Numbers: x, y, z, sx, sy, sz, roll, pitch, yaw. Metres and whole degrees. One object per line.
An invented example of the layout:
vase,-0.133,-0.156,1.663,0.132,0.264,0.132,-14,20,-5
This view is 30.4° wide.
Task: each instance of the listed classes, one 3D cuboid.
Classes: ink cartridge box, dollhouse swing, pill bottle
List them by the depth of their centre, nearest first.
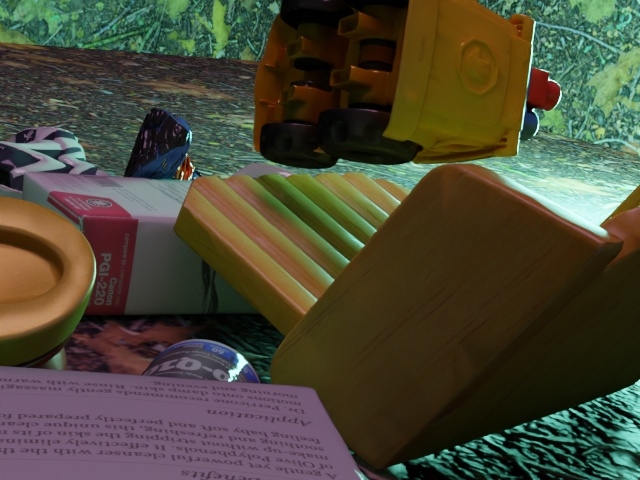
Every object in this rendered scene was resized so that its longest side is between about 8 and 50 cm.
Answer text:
pill bottle,-0.080,0.110,0.660,0.078,0.078,0.137,10,13,4
dollhouse swing,0.118,-0.029,0.890,0.347,0.315,0.305,-5,53,-47
ink cartridge box,-0.140,0.002,1.049,0.218,0.092,0.158,0,16,-31

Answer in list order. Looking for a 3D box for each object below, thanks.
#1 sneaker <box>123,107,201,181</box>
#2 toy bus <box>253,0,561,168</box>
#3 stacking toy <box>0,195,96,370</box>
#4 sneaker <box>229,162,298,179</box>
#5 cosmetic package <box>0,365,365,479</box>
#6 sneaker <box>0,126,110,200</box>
sneaker,-0.154,-0.066,1.194,0.087,0.083,0.221,18,-20,-10
toy bus,0.076,-0.123,0.949,0.211,0.149,0.220,11,-7,-31
stacking toy,-0.280,0.103,0.604,0.309,0.130,0.279,4,40,-9
sneaker,0.000,0.000,1.205,0.275,0.107,0.110,10,32,24
cosmetic package,-0.065,0.161,0.288,0.197,0.155,0.365,6,14,-12
sneaker,-0.326,-0.071,1.217,0.153,0.094,0.235,10,20,-37
